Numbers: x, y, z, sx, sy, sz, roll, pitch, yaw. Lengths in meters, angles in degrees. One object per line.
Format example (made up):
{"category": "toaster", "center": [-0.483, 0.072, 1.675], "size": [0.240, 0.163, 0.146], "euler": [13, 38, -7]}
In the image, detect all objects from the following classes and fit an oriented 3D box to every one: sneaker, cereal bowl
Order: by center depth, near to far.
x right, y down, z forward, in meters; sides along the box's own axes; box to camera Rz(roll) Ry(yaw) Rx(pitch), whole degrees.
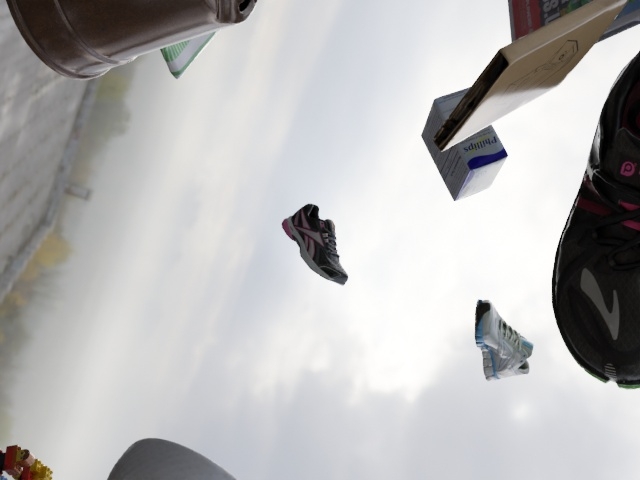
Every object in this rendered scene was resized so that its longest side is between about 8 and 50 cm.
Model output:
{"category": "sneaker", "center": [0.407, -0.048, 1.310], "size": [0.202, 0.185, 0.483], "euler": [41, 58, -69]}
{"category": "sneaker", "center": [0.286, 0.152, 1.542], "size": [0.191, 0.083, 0.071], "euler": [63, 32, -49]}
{"category": "cereal bowl", "center": [-0.238, 0.502, 1.686], "size": [0.141, 0.339, 0.339], "euler": [-48, 172, -40]}
{"category": "sneaker", "center": [0.000, 0.000, 1.765], "size": [0.077, 0.072, 0.178], "euler": [-47, -121, 15]}

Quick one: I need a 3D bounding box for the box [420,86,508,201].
{"category": "box", "center": [0.231, -0.155, 1.614], "size": [0.126, 0.072, 0.137], "euler": [101, -33, -69]}

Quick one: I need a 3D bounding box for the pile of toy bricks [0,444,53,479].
{"category": "pile of toy bricks", "center": [-0.321, 0.331, 1.144], "size": [0.118, 0.105, 0.212], "euler": [72, 9, -50]}

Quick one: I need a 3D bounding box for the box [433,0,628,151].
{"category": "box", "center": [0.224, -0.182, 1.059], "size": [0.201, 0.021, 0.164], "euler": [-30, 166, -30]}

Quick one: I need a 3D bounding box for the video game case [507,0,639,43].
{"category": "video game case", "center": [0.336, -0.348, 1.251], "size": [0.285, 0.025, 0.204], "euler": [-18, -108, 58]}

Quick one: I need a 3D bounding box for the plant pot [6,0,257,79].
{"category": "plant pot", "center": [-0.150, -0.230, 0.838], "size": [0.167, 0.165, 0.167], "euler": [19, 69, -61]}

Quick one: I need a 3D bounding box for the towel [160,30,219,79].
{"category": "towel", "center": [-0.232, -0.481, 1.789], "size": [0.248, 0.038, 0.325], "euler": [-57, 157, -33]}
